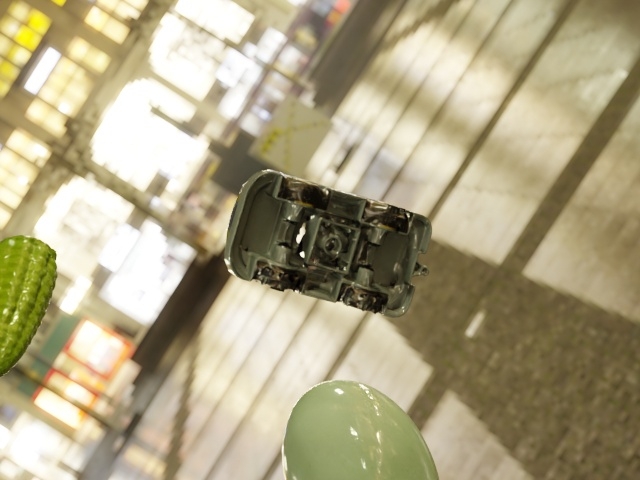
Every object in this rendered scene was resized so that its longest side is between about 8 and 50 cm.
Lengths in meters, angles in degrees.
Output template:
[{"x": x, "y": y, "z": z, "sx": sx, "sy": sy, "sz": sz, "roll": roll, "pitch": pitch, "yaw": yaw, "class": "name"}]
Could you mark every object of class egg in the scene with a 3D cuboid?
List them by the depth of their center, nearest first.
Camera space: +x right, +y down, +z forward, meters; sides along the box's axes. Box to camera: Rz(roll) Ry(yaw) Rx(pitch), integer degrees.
[{"x": 0.057, "y": 0.326, "z": 2.181, "sx": 0.203, "sy": 0.283, "sz": 0.203, "roll": -26, "pitch": -14, "yaw": -7, "class": "egg"}]

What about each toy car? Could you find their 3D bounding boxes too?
[{"x": 0.000, "y": 0.000, "z": 1.392, "sx": 0.100, "sy": 0.191, "sz": 0.097, "roll": 23, "pitch": 97, "yaw": 64, "class": "toy car"}]

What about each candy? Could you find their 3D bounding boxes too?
[{"x": -0.403, "y": 0.091, "z": 2.040, "sx": 0.097, "sy": 0.096, "sz": 0.210, "roll": 128, "pitch": 159, "yaw": -48, "class": "candy"}]
